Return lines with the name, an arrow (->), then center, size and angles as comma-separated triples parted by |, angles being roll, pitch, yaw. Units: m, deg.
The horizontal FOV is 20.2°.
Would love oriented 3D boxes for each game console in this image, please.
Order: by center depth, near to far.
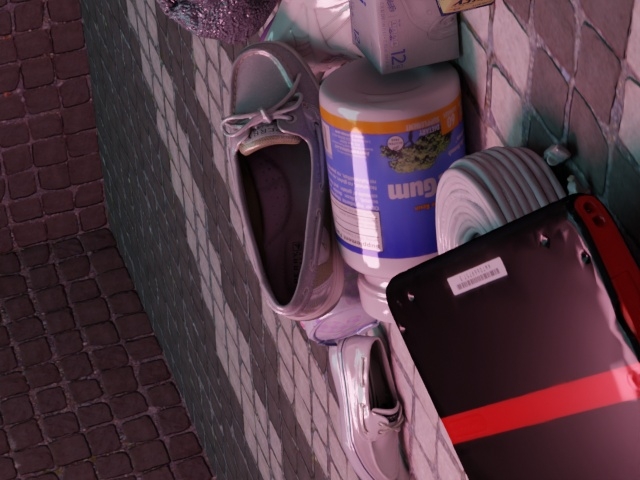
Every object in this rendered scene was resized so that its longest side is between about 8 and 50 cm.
game console -> 0.219, 0.149, 1.618 | 0.342, 0.060, 0.386 | 66, 153, 2

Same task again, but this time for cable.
cable -> 0.192, 0.035, 1.753 | 0.257, 0.089, 0.257 | -172, 68, -74

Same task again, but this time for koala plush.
koala plush -> -0.135, -0.389, 2.414 | 0.203, 0.196, 0.221 | 60, 162, 11

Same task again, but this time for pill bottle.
pill bottle -> 0.087, -0.053, 1.944 | 0.152, 0.152, 0.272 | -129, 27, -58

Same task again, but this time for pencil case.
pencil case -> 0.000, 0.000, 2.408 | 0.113, 0.124, 0.273 | -39, 63, 39

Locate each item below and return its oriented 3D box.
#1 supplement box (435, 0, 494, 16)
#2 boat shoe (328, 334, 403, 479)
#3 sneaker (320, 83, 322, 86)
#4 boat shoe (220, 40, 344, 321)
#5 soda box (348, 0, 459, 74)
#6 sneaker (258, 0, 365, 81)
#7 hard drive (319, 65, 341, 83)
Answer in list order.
supplement box -> 0.137, -0.272, 1.718 | 0.083, 0.056, 0.083 | 123, 131, -71
boat shoe -> 0.072, 0.235, 2.431 | 0.076, 0.083, 0.226 | -6, 108, 42
sneaker -> -0.022, -0.108, 2.329 | 0.163, 0.086, 0.226 | -66, 33, 26
boat shoe -> -0.044, -0.071, 1.988 | 0.103, 0.118, 0.320 | 19, -116, -73
soda box -> 0.077, -0.321, 1.831 | 0.098, 0.091, 0.286 | -125, 25, -58
sneaker -> 0.015, -0.234, 2.053 | 0.152, 0.114, 0.305 | 35, 158, 6
hard drive -> -0.001, -0.347, 2.202 | 0.307, 0.040, 0.203 | 114, 139, -68
